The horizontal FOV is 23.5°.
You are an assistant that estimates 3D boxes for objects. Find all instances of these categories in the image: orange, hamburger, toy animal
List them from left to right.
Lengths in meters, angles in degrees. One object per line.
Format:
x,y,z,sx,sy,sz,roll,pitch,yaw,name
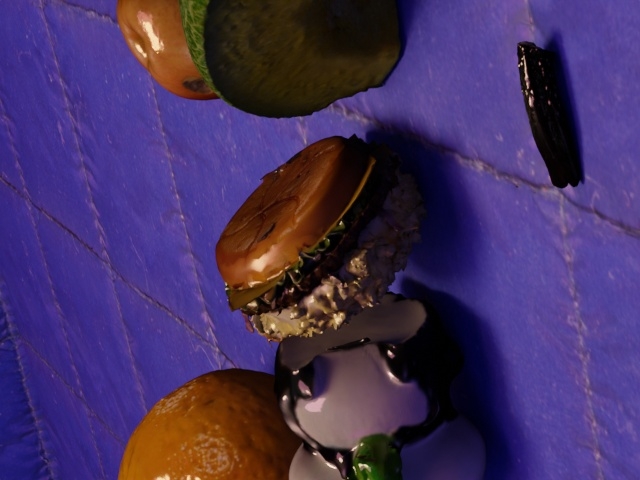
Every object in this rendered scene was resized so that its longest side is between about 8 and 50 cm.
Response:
-0.115,0.341,2.047,0.340,0.293,0.341,52,153,40,orange
0.000,0.000,1.577,0.138,0.243,0.262,44,-172,-20,hamburger
0.062,0.201,1.619,0.212,0.212,0.267,12,120,65,toy animal

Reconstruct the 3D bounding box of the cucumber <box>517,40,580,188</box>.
0.189,-0.104,1.288,0.033,0.034,0.135,15,123,58,cucumber

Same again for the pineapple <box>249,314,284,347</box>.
-0.011,0.023,1.802,0.186,0.114,0.236,59,146,25,pineapple

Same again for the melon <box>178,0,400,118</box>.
-0.017,-0.253,1.431,0.343,0.226,0.331,109,175,-57,melon

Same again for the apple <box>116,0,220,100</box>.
-0.133,-0.247,1.722,0.199,0.199,0.199,49,151,40,apple
